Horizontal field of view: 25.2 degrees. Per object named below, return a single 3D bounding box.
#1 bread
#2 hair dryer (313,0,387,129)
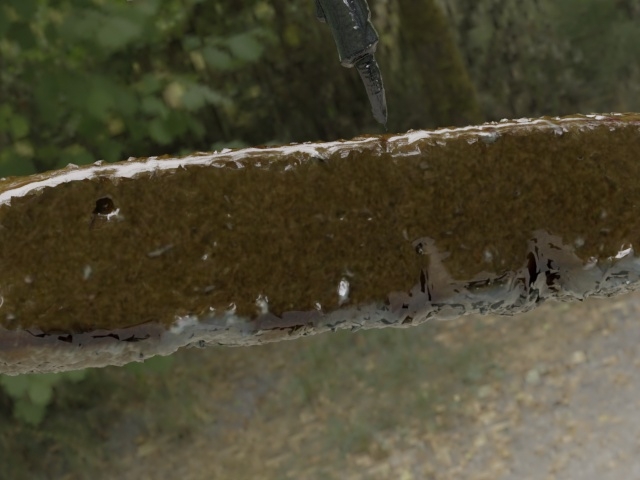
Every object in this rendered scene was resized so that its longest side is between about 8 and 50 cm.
[{"bbox_3d":[0.000,0.000,0.792,0.416,0.113,0.165,-7,-1,-22],"label":"bread"},{"bbox_3d":[-0.031,-0.198,1.163,0.235,0.272,0.091,-33,-3,10],"label":"hair dryer"}]
